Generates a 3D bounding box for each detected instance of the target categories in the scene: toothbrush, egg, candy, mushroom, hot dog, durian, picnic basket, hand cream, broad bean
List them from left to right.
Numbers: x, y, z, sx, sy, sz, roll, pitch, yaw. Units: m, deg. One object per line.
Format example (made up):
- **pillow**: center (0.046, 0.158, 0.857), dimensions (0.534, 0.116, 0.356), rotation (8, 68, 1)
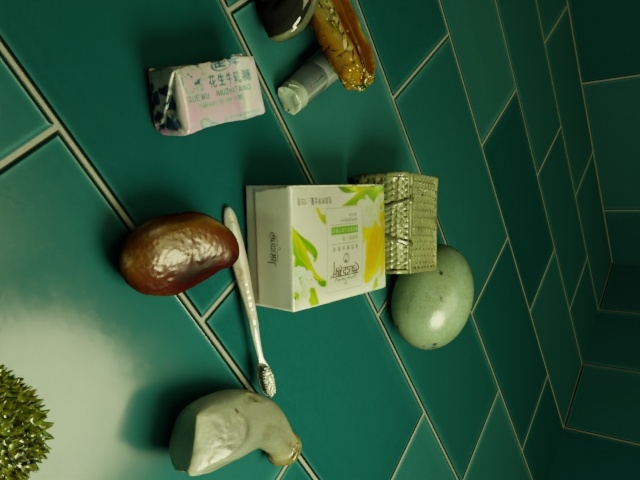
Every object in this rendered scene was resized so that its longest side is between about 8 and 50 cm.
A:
- **durian**: center (-0.349, 0.189, 0.549), dimensions (0.221, 0.095, 0.137), rotation (50, 56, -46)
- **broad bean**: center (-0.190, 0.016, 0.739), dimensions (0.165, 0.084, 0.114), rotation (-27, 117, -40)
- **candy**: center (-0.158, -0.206, 0.776), dimensions (0.160, 0.073, 0.092), rotation (-30, 118, -46)
- **mushroom**: center (-0.111, 0.285, 0.835), dimensions (0.270, 0.103, 0.118), rotation (26, 71, -53)
- **toothbrush**: center (-0.110, 0.098, 0.861), dimensions (0.025, 0.029, 0.308), rotation (-15, 97, -24)
- **hand cream**: center (0.009, -0.311, 0.996), dimensions (0.255, 0.048, 0.080), rotation (-53, 134, -39)
- **hot dog**: center (0.017, -0.377, 0.932), dimensions (0.269, 0.072, 0.115), rotation (66, 21, -1)
- **picnic basket**: center (0.140, -0.032, 1.095), dimensions (0.154, 0.134, 0.197), rotation (1, 91, -54)
- **egg**: center (0.242, 0.118, 1.194), dimensions (0.169, 0.169, 0.237), rotation (48, 59, -40)

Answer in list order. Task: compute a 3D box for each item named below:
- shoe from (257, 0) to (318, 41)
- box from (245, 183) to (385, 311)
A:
- **shoe**: center (-0.084, -0.449, 0.821), dimensions (0.137, 0.114, 0.291), rotation (-29, 111, -52)
- **box**: center (0.000, 0.000, 0.947), dimensions (0.260, 0.111, 0.195), rotation (-9, 100, -52)
